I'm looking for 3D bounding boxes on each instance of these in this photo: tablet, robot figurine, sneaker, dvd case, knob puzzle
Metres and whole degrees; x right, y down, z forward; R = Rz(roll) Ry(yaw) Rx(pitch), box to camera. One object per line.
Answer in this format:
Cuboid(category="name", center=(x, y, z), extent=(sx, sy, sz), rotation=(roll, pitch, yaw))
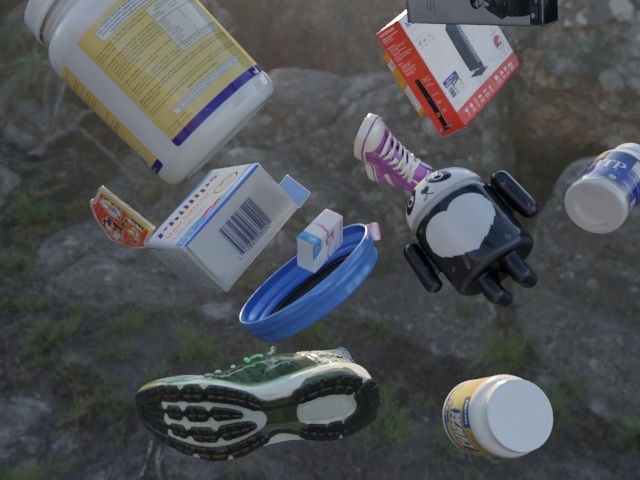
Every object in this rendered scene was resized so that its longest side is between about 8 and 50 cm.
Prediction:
Cuboid(category="tablet", center=(-0.075, -0.134, 1.831), extent=(0.083, 0.054, 0.006), rotation=(38, 1, 1))
Cuboid(category="robot figurine", center=(0.278, -0.010, 1.247), extent=(0.209, 0.174, 0.278), rotation=(-23, 62, -21))
Cuboid(category="sneaker", center=(0.175, -0.188, 1.500), extent=(0.161, 0.102, 0.282), rotation=(24, -5, 20))
Cuboid(category="dvd case", center=(0.169, -0.340, 0.769), extent=(0.029, 0.180, 0.238), rotation=(-22, 27, -23))
Cuboid(category="knob puzzle", center=(-0.530, -0.037, 1.756), extent=(0.213, 0.213, 0.030), rotation=(14, 49, 25))
Cuboid(category="sneaker", center=(-0.109, 0.261, 1.171), extent=(0.409, 0.158, 0.182), rotation=(-2, 21, -5))

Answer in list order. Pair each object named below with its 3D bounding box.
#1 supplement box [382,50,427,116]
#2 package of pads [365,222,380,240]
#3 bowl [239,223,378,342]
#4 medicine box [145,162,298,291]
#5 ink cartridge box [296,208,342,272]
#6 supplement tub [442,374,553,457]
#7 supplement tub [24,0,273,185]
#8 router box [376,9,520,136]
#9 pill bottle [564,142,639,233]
Cuboid(category="supplement box", center=(0.283, -0.493, 2.027), extent=(0.078, 0.080, 0.234), rotation=(-25, 78, -20))
Cuboid(category="package of pads", center=(0.136, -0.020, 1.870), extent=(0.031, 0.050, 0.083), rotation=(-5, -5, -22))
Cuboid(category="bowl", center=(-0.025, 0.106, 1.663), extent=(0.391, 0.077, 0.391), rotation=(-35, 13, 9))
Cuboid(category="medicine box", center=(-0.241, -0.034, 1.592), extent=(0.263, 0.149, 0.289), rotation=(-52, 26, -20))
Cuboid(category="ink cartridge box", center=(0.000, 0.000, 1.541), extent=(0.052, 0.089, 0.122), rotation=(23, 48, 24))
Cuboid(category="supplement tub", center=(0.323, 0.324, 1.240), extent=(0.144, 0.145, 0.200), rotation=(-5, -15, -12))
Cuboid(category="supplement tub", center=(-0.264, -0.279, 1.058), extent=(0.241, 0.331, 0.241), rotation=(-42, 9, 8))
Cuboid(category="router box", center=(0.330, -0.474, 1.684), extent=(0.082, 0.301, 0.335), rotation=(-17, 24, 52))
Cuboid(category="pill bottle", center=(0.542, -0.104, 1.242), extent=(0.112, 0.112, 0.186), rotation=(21, 44, 35))
